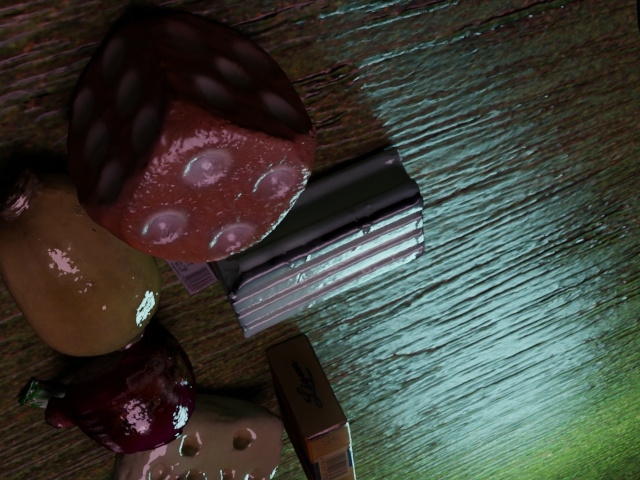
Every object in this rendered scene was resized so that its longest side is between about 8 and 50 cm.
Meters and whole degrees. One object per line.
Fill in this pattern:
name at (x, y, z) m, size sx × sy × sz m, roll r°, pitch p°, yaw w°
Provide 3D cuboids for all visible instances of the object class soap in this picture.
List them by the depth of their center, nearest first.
soap at (0.000, 0.000, 1.386) m, size 0.261 × 0.094 × 0.150 m, roll -25°, pitch 152°, yaw -8°

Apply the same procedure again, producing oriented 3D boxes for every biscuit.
biscuit at (-0.338, 0.197, 1.461) m, size 0.046 × 0.016 × 0.089 m, roll -45°, pitch 144°, yaw 20°

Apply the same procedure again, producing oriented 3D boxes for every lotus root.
lotus root at (-0.247, 0.035, 1.207) m, size 0.146 × 0.131 × 0.303 m, roll -25°, pitch 147°, yaw -4°

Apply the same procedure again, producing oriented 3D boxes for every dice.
dice at (-0.126, -0.093, 1.087) m, size 0.179 × 0.175 × 0.174 m, roll 7°, pitch 134°, yaw -42°

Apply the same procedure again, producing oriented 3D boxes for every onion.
onion at (-0.240, 0.199, 1.406) m, size 0.198 × 0.135 × 0.173 m, roll -31°, pitch -175°, yaw 24°

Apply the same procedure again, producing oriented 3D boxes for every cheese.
cheese at (-0.164, 0.294, 1.606) m, size 0.263 × 0.093 × 0.159 m, roll 10°, pitch 105°, yaw -45°

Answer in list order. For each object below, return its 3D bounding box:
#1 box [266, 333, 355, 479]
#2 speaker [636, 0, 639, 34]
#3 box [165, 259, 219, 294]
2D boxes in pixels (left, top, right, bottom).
box at (-0.011, 0.261, 1.662) m, size 0.070 × 0.152 × 0.237 m, roll -20°, pitch 145°, yaw -11°
speaker at (0.417, -0.377, 1.097) m, size 0.388 × 0.184 × 0.180 m, roll -30°, pitch 146°, yaw 0°
box at (-0.169, -0.015, 1.267) m, size 0.039 × 0.055 × 0.218 m, roll -29°, pitch 147°, yaw -2°
